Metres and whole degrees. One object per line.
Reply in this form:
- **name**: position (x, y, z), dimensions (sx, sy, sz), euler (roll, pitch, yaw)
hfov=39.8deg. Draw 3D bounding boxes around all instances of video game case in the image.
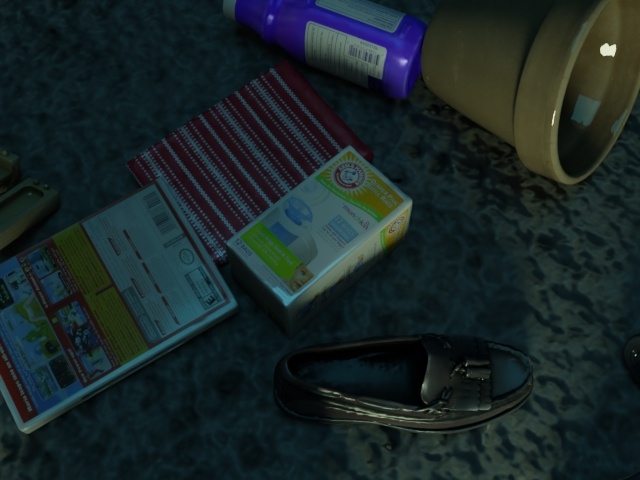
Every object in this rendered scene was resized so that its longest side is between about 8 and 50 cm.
- **video game case**: position (-0.269, 0.071, 1.063), dimensions (0.285, 0.025, 0.204), euler (-30, 70, -10)

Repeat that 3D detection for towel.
- **towel**: position (-0.090, -0.104, 1.163), dimensions (0.274, 0.031, 0.199), euler (-35, 70, -14)

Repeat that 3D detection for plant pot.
- **plant pot**: position (0.262, -0.229, 1.126), dimensions (0.229, 0.263, 0.263), euler (26, 65, 33)

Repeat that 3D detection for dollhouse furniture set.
- **dollhouse furniture set**: position (-0.427, -0.084, 1.078), dimensions (0.151, 0.123, 0.144), euler (25, 42, 16)

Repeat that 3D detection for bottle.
- **bottle**: position (0.005, -0.289, 1.208), dimensions (0.282, 0.118, 0.092), euler (23, 66, 12)

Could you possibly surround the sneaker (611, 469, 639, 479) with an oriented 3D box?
- **sneaker**: position (0.380, 0.333, 0.906), dimensions (0.226, 0.086, 0.163), euler (29, 69, 16)

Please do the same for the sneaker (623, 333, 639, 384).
- **sneaker**: position (0.450, 0.168, 1.011), dimensions (0.209, 0.069, 0.082), euler (31, 34, 24)

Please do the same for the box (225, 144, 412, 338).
- **box**: position (0.000, 0.000, 1.068), dimensions (0.203, 0.103, 0.114), euler (-39, 70, -18)

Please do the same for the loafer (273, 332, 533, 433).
- **loafer**: position (0.096, 0.156, 0.992), dimensions (0.302, 0.095, 0.109), euler (-2, 63, -1)
